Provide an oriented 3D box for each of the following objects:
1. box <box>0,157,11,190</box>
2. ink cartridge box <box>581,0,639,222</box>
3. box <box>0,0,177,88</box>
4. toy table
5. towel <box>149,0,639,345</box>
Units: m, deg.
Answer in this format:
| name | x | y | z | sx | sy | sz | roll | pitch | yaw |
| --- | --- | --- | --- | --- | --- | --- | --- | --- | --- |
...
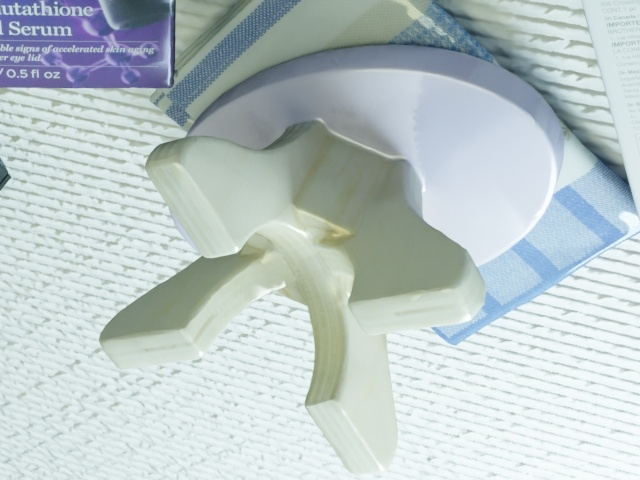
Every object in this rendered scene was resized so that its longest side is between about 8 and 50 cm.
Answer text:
| name | x | y | z | sx | sy | sz | roll | pitch | yaw |
| --- | --- | --- | --- | --- | --- | --- | --- | --- | --- |
| box | -0.315 | -0.062 | 1.024 | 0.045 | 0.184 | 0.190 | 0 | 129 | 30 |
| ink cartridge box | 0.256 | -0.077 | 0.801 | 0.186 | 0.065 | 0.311 | -2 | 132 | 28 |
| box | -0.158 | -0.196 | 0.833 | 0.153 | 0.108 | 0.207 | -1 | 136 | -6 |
| toy table | 0.000 | 0.000 | 0.888 | 0.274 | 0.161 | 0.252 | -23 | 118 | 38 |
| towel | 0.049 | -0.061 | 0.947 | 0.285 | 0.034 | 0.209 | 40 | 134 | -14 |
